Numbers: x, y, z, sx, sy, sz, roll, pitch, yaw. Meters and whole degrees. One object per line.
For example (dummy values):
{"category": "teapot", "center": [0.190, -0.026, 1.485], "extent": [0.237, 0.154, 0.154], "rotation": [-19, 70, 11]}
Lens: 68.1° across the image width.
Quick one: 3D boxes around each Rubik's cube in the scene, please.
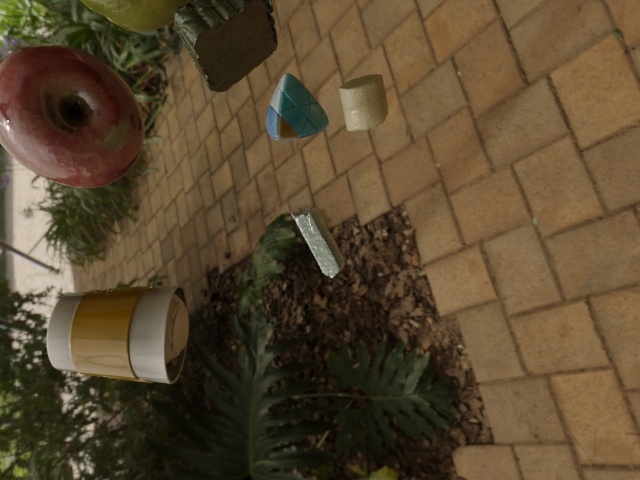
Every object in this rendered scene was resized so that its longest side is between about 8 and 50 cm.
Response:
{"category": "Rubik's cube", "center": [-0.111, -0.454, 1.657], "extent": [0.254, 0.254, 0.254], "rotation": [2, 92, 52]}

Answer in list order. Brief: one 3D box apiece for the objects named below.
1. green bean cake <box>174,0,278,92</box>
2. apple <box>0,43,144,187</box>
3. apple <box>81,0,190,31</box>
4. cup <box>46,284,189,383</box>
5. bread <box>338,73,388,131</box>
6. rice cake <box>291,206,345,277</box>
{"category": "green bean cake", "center": [-0.181, -0.405, 0.921], "extent": [0.094, 0.181, 0.173], "rotation": [48, 171, 15]}
{"category": "apple", "center": [-0.605, -0.292, 1.147], "extent": [0.269, 0.345, 0.344], "rotation": [6, 96, 57]}
{"category": "apple", "center": [-0.357, -0.544, 0.883], "extent": [0.254, 0.292, 0.292], "rotation": [-46, 53, 18]}
{"category": "cup", "center": [-0.372, 0.177, 0.926], "extent": [0.241, 0.226, 0.185], "rotation": [135, 136, -84]}
{"category": "bread", "center": [0.137, -0.423, 1.456], "extent": [0.134, 0.148, 0.141], "rotation": [8, 127, 36]}
{"category": "rice cake", "center": [0.000, 0.001, 1.287], "extent": [0.063, 0.069, 0.206], "rotation": [-26, 93, 24]}
